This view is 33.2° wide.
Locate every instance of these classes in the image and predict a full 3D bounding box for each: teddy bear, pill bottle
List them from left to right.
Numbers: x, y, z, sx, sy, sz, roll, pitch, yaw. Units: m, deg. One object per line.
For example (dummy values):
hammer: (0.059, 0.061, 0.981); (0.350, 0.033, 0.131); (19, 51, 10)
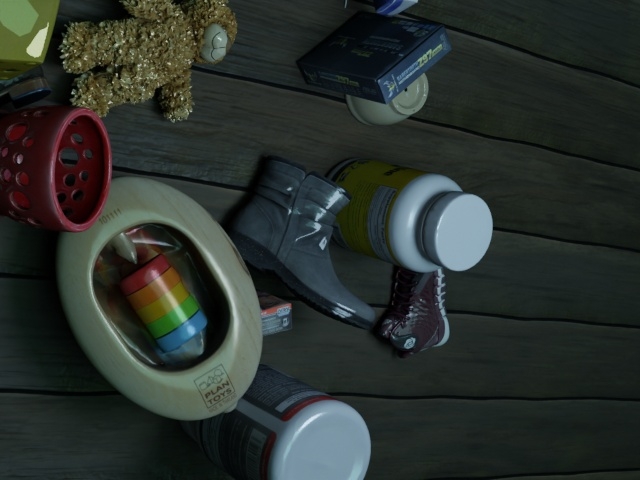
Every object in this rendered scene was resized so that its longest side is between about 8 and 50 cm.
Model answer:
teddy bear: (-0.276, -0.313, 1.789); (0.338, 0.113, 0.245); (-7, 108, -36)
pill bottle: (-0.095, 0.338, 1.924); (0.210, 0.363, 0.210); (-10, 107, -35)
pill bottle: (0.160, -0.045, 2.041); (0.188, 0.334, 0.188); (-10, 108, -35)

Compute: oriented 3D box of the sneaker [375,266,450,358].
sneaker: (0.179, 0.129, 2.249); (0.162, 0.106, 0.281); (-27, 117, -26)

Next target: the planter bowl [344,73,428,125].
planter bowl: (0.143, -0.301, 2.109); (0.162, 0.109, 0.162); (-10, 107, -36)

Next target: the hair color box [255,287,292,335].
hair color box: (-0.136, 0.127, 1.966); (0.093, 0.167, 0.053); (-13, 110, -35)

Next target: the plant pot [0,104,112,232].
plant pot: (-0.434, -0.112, 1.636); (0.191, 0.174, 0.191); (4, 90, -72)

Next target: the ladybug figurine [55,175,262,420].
ladybug figurine: (-0.274, 0.102, 1.813); (0.305, 0.162, 0.449); (-30, 101, -16)

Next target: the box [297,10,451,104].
box: (0.097, -0.342, 1.985); (0.183, 0.232, 0.059); (-42, 127, -21)

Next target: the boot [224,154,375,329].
boot: (0.000, 0.000, 1.983); (0.338, 0.118, 0.223); (34, 81, -3)

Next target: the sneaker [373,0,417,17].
sneaker: (0.083, -0.575, 1.975); (0.182, 0.127, 0.316); (6, 75, -28)

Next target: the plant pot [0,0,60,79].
plant pot: (-0.490, -0.335, 1.527); (0.212, 0.212, 0.187); (-3, 87, -37)

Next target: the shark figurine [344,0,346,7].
shark figurine: (-0.062, -0.517, 1.889); (0.116, 0.278, 0.166); (107, 4, -50)

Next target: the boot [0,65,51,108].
boot: (-0.537, -0.244, 1.649); (0.219, 0.082, 0.106); (-20, 87, -21)
